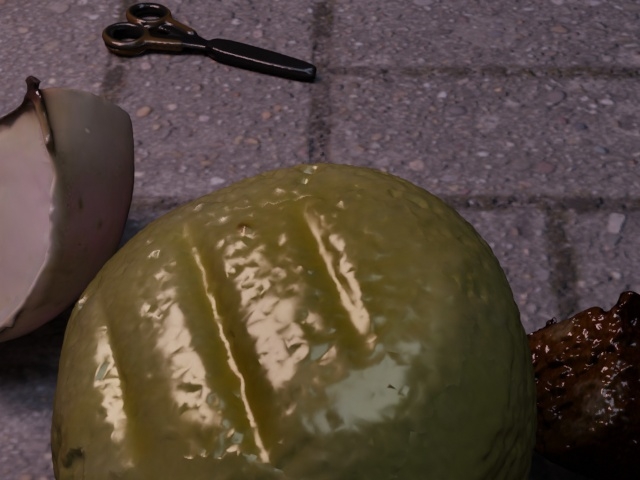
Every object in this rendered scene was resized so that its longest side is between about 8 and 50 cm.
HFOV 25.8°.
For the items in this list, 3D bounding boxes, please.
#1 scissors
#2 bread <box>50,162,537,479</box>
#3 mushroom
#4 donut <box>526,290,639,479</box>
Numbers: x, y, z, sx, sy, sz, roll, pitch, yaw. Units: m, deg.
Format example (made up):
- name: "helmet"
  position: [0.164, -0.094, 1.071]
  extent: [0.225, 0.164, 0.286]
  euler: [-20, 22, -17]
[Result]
- name: "scissors"
  position: [-0.104, -0.188, 1.360]
  extent: [0.220, 0.017, 0.088]
  euler: [16, 40, 19]
- name: "bread"
  position: [-0.019, 0.102, 0.843]
  extent: [0.320, 0.237, 0.321]
  euler: [-5, 43, 5]
- name: "mushroom"
  position: [-0.224, 0.003, 1.075]
  extent: [0.236, 0.173, 0.162]
  euler: [-22, 75, 30]
- name: "donut"
  position: [0.243, 0.111, 0.943]
  extent: [0.186, 0.144, 0.126]
  euler: [24, 44, -18]
